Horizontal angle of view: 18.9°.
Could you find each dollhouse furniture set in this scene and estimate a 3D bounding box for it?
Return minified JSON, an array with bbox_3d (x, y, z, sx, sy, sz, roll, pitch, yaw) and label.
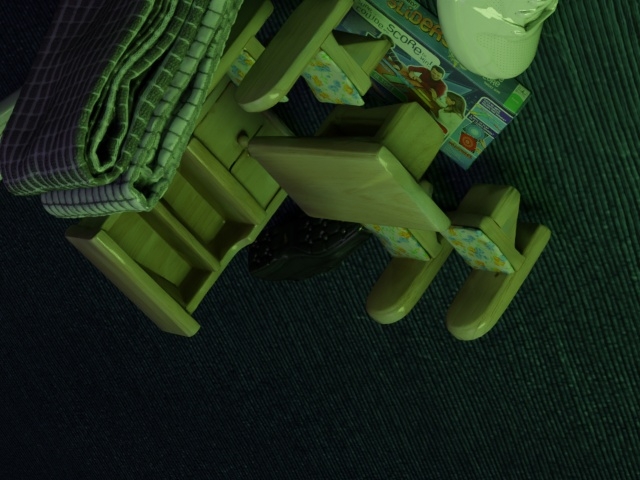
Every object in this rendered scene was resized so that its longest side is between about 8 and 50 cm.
[{"bbox_3d":[-0.045,-0.036,1.991,0.394,0.256,0.362,8,147,53],"label":"dollhouse furniture set"}]

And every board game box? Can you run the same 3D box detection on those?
[{"bbox_3d":[0.101,-0.169,1.927,0.201,0.035,0.136,39,152,-1],"label":"board game box"}]

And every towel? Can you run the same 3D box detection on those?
[{"bbox_3d":[-0.192,-0.165,1.840,0.121,0.283,0.235,28,165,-23],"label":"towel"}]

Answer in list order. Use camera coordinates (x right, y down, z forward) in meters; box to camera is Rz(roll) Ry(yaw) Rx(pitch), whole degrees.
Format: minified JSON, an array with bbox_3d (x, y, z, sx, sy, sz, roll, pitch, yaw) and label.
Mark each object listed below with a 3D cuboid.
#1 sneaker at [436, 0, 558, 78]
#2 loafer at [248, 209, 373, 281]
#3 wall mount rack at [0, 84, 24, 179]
[{"bbox_3d":[0.194,-0.224,1.652,0.169,0.108,0.292,33,151,31],"label":"sneaker"},{"bbox_3d":[0.000,0.000,2.259,0.078,0.076,0.223,13,158,-33],"label":"loafer"},{"bbox_3d":[-0.322,-0.210,2.075,0.130,0.350,0.304,52,177,26],"label":"wall mount rack"}]
